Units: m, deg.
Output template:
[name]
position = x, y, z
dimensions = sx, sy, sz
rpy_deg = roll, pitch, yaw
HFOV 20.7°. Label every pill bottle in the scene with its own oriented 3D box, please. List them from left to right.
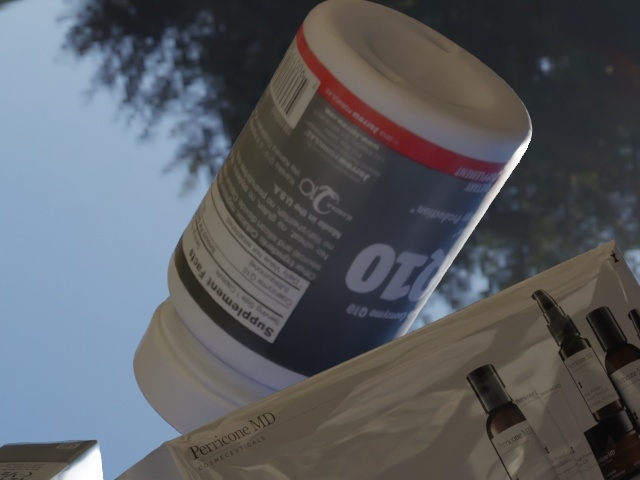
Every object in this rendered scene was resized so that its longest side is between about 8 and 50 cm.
[pill bottle]
position = 0.000, 0.000, 1.143
dimensions = 0.161, 0.283, 0.161
rpy_deg = 25, -155, -13

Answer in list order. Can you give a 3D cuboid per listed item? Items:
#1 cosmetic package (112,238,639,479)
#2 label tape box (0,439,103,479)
[cosmetic package]
position = 0.045, 0.084, 0.672
dimensions = 0.239, 0.099, 0.060
rpy_deg = -22, 167, -37
[label tape box]
position = -0.298, 0.348, 1.616
dimensions = 0.115, 0.249, 0.347
rpy_deg = -2, -172, 15
